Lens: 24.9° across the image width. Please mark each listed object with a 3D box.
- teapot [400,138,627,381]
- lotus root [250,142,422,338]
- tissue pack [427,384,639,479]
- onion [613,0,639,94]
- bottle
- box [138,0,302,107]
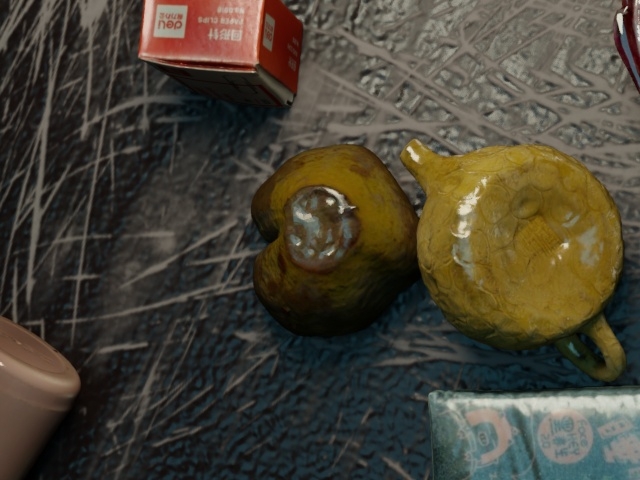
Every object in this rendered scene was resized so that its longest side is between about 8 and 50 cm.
[{"bbox_3d":[0.193,0.018,1.444,0.203,0.167,0.311,-43,98,-17],"label":"teapot"},{"bbox_3d":[-0.001,-0.001,1.475,0.199,0.180,0.188,-41,81,7],"label":"lotus root"},{"bbox_3d":[0.268,0.256,1.426,0.315,0.103,0.228,-3,86,14],"label":"tissue pack"},{"bbox_3d":[0.395,-0.189,1.421,0.227,0.120,0.284,24,88,12],"label":"onion"},{"bbox_3d":[-0.409,0.225,1.567,0.206,0.173,0.297,37,98,45],"label":"bottle"},{"bbox_3d":[-0.101,-0.205,1.514,0.133,0.182,0.099,6,86,11],"label":"box"}]
